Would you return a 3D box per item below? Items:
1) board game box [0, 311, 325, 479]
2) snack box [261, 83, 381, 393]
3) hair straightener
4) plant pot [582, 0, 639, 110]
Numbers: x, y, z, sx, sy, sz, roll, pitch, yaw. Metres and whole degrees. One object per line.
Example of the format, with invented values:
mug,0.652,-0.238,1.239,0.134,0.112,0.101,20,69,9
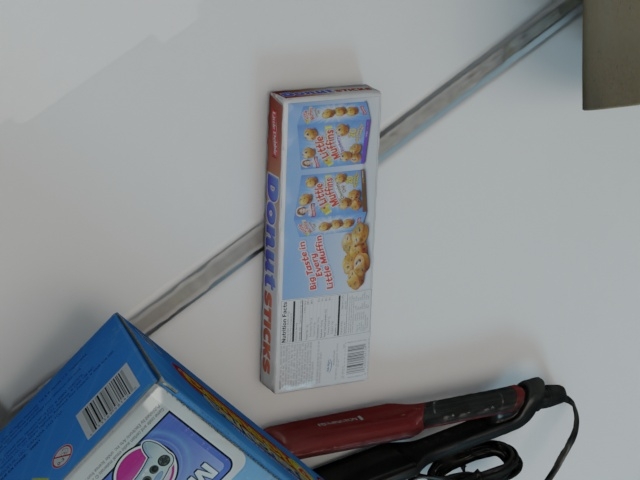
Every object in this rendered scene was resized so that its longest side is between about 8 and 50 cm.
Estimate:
board game box,-0.105,0.247,1.049,0.308,0.086,0.302,-46,122,2
snack box,0.000,0.000,1.087,0.064,0.022,0.178,-6,109,-26
hair straightener,0.067,0.138,1.163,0.230,0.047,0.089,-12,112,-29
plant pot,0.257,-0.226,1.043,0.256,0.256,0.274,-10,94,-25
